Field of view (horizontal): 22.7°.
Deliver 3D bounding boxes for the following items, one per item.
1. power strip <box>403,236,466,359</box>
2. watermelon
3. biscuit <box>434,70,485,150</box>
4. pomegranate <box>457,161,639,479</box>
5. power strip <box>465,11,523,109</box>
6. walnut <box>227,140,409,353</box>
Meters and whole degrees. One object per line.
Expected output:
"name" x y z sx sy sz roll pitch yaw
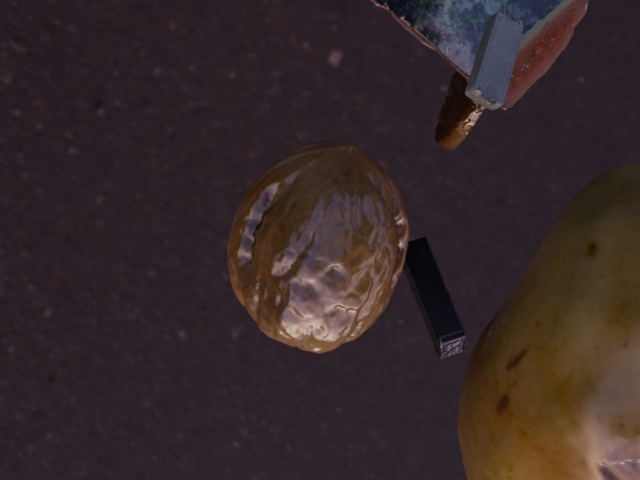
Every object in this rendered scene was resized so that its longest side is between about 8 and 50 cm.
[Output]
"power strip" 0.101 0.050 1.439 0.029 0.111 0.038 -17 152 -6
"watermelon" 0.095 -0.206 1.319 0.148 0.318 0.226 -47 129 -15
"biscuit" 0.153 -0.171 1.493 0.027 0.188 0.188 27 93 -6
"pomegranate" 0.260 0.100 1.157 0.332 0.332 0.333 -19 122 -33
"power strip" 0.127 -0.131 1.155 0.027 0.017 0.083 30 61 -21
"walnut" 0.000 0.000 1.378 0.155 0.155 0.184 1 118 -42
